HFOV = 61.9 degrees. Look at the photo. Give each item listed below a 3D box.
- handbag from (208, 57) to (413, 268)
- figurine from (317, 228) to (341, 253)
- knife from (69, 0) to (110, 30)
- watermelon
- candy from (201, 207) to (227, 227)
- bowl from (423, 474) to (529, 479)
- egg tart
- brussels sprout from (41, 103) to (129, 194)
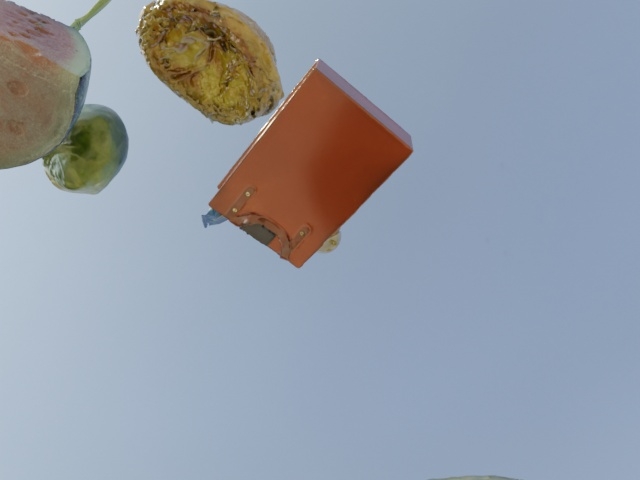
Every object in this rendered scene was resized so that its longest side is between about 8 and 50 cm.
[{"bbox_3d":[-0.014,-0.072,0.558,0.127,0.062,0.190,36,-64,-15],"label":"handbag"},{"bbox_3d":[-0.005,0.002,1.195,0.143,0.101,0.068,-30,-93,45],"label":"figurine"},{"bbox_3d":[-0.493,-0.453,1.103,0.207,0.030,0.014,-39,-90,8],"label":"knife"},{"bbox_3d":[-0.471,-0.233,0.763,0.319,0.148,0.226,-12,-48,11],"label":"watermelon"},{"bbox_3d":[-0.217,-0.078,1.252,0.136,0.088,0.038,-32,-104,-16],"label":"candy"},{"bbox_3d":[0.083,0.315,0.273,0.338,0.157,0.336,-4,-77,-18],"label":"bowl"},{"bbox_3d":[-0.152,-0.271,0.786,0.232,0.252,0.098,27,-114,-5],"label":"egg tart"},{"bbox_3d":[-0.428,-0.166,0.978,0.181,0.144,0.161,-8,-95,36],"label":"brussels sprout"}]
